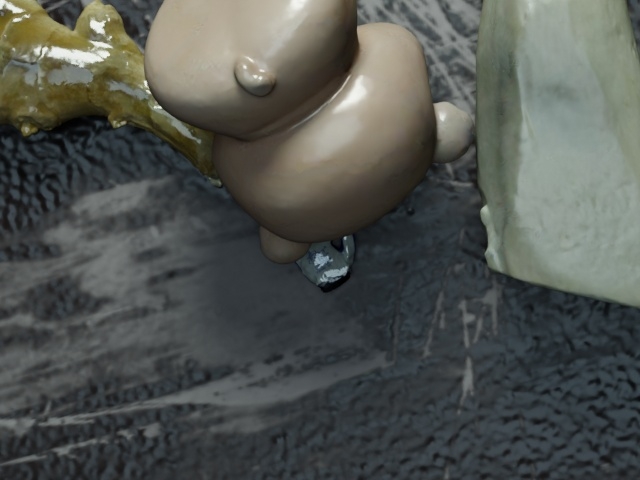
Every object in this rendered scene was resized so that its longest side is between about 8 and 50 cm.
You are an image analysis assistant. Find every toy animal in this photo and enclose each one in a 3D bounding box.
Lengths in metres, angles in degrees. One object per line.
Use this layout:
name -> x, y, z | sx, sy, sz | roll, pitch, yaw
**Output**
toy animal -> -0.016, -0.122, 0.979 | 0.210, 0.221, 0.230 | -27, 74, 14

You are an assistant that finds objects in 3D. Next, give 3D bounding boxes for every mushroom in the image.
mushroom -> 0.199, -0.124, 1.026 | 0.154, 0.137, 0.407 | -11, 86, 20

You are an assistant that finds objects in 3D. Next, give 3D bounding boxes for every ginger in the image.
ginger -> -0.221, -0.148, 1.089 | 0.333, 0.081, 0.148 | 23, 71, 2

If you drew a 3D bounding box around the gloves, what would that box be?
gloves -> 0.000, 0.000, 1.096 | 0.064, 0.026, 0.086 | -35, 83, 2
